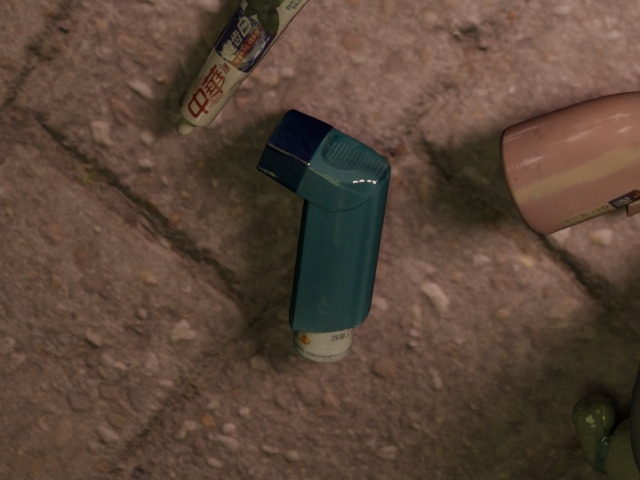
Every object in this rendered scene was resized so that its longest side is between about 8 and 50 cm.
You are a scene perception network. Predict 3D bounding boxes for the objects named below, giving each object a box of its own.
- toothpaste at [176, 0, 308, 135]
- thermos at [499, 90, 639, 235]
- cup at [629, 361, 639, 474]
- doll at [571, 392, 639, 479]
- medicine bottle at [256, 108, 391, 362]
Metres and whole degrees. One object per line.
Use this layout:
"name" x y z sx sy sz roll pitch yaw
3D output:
"toothpaste" -0.080 -0.181 1.640 0.060 0.038 0.233 37 125 -3
"thermos" 0.276 -0.075 1.519 0.193 0.105 0.137 -20 136 26
"cup" 0.416 0.083 1.433 0.259 0.274 0.357 23 128 9
"doll" 0.340 0.227 1.685 0.214 0.071 0.104 28 126 11
"medicine bottle" 0.000 0.000 1.691 0.124 0.079 0.258 13 125 12
